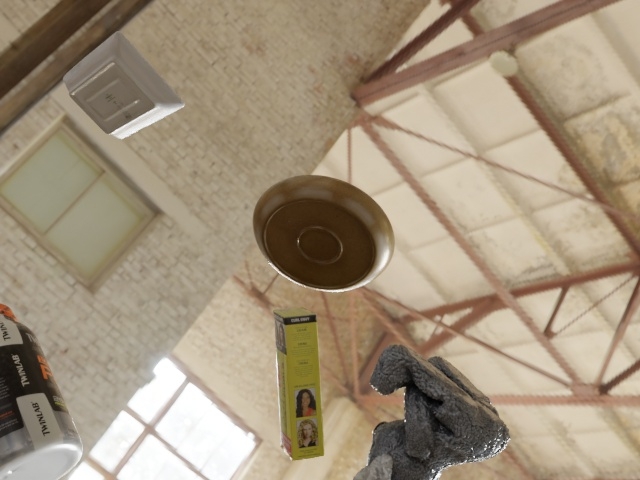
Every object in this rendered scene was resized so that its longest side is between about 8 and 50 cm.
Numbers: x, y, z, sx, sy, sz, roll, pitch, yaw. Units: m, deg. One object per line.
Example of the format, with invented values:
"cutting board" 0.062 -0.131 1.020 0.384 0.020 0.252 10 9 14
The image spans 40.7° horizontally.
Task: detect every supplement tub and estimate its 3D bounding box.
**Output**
"supplement tub" -0.600 0.296 1.615 0.338 0.207 0.207 57 -22 25

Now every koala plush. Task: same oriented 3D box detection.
"koala plush" 0.145 0.303 1.275 0.203 0.221 0.196 42 10 38

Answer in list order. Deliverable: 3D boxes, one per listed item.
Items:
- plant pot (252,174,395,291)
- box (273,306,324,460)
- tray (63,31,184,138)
"plant pot" 0.000 0.000 1.383 0.236 0.032 0.236 9 -49 11
"box" -0.036 0.229 1.395 0.087 0.058 0.232 -166 -108 -73
"tray" -0.327 -0.232 1.375 0.145 0.030 0.270 47 -28 -20
